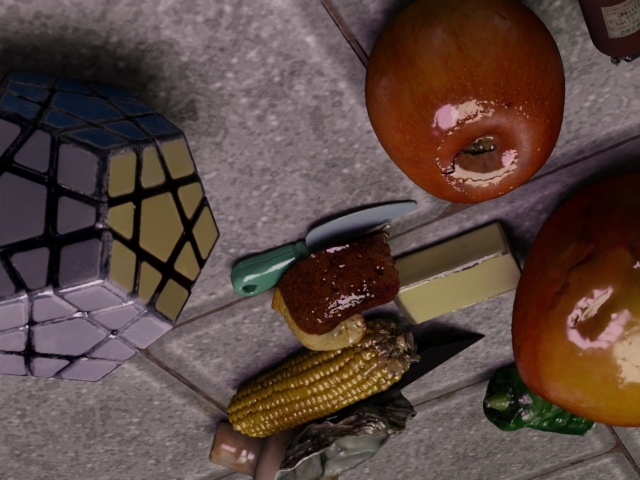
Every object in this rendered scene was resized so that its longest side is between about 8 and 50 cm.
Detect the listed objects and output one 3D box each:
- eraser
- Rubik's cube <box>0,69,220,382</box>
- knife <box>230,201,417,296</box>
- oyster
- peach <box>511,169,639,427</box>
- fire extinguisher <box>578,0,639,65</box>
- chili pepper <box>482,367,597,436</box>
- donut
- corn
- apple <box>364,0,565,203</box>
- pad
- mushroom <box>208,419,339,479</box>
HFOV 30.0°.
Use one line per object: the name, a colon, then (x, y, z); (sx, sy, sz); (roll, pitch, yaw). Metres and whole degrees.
eraser: (0.182, 0.046, 1.624); (0.172, 0.058, 0.117); (-21, 147, 12)
Rubik's cube: (-0.263, -0.014, 1.198); (0.319, 0.319, 0.264); (6, 116, -26)
knife: (-0.001, -0.001, 1.525); (0.260, 0.034, 0.063); (-27, 143, 12)
oyster: (0.038, 0.296, 1.768); (0.252, 0.087, 0.199); (-37, 157, -11)
peach: (0.408, 0.079, 1.541); (0.373, 0.289, 0.372); (-9, 141, -7)
fire extinguisher: (0.312, -0.254, 1.226); (0.099, 0.071, 0.231); (-45, 144, -2)
chili pepper: (0.367, 0.267, 1.975); (0.270, 0.099, 0.136); (11, 149, -38)
donut: (0.017, 0.081, 1.566); (0.141, 0.085, 0.217); (-15, 156, -22)
corn: (0.000, 0.206, 1.755); (0.318, 0.115, 0.115); (-30, 143, 24)
apple: (0.151, -0.143, 1.231); (0.210, 0.173, 0.235); (-28, 142, 21)
pad: (0.123, 0.213, 1.844); (0.245, 0.006, 0.170); (-37, 162, 32)
mushroom: (-0.067, 0.369, 1.894); (0.209, 0.206, 0.206); (-10, 146, -3)
